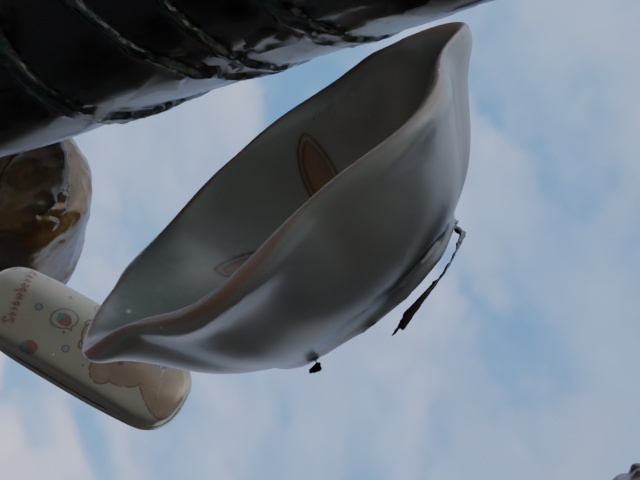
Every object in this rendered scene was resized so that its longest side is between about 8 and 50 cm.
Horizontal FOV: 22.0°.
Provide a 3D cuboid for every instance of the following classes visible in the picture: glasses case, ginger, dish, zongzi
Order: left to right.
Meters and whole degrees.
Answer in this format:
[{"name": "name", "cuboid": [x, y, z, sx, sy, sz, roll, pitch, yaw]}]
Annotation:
[{"name": "ginger", "cuboid": [-0.338, -0.010, 1.699, 0.269, 0.200, 0.223, 5, -27, 22]}, {"name": "glasses case", "cuboid": [-0.208, 0.094, 1.442, 0.204, 0.081, 0.051, 28, -28, 5]}, {"name": "zongzi", "cuboid": [-0.110, -0.162, 0.956, 0.319, 0.362, 0.383, 51, -33, -4]}, {"name": "dish", "cuboid": [0.000, 0.000, 0.754, 0.081, 0.229, 0.229, 49, -37, -14]}]

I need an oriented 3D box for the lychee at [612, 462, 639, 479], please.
[{"name": "lychee", "cuboid": [0.364, 0.317, 1.496, 0.304, 0.276, 0.275, -43, -106, 44]}]
